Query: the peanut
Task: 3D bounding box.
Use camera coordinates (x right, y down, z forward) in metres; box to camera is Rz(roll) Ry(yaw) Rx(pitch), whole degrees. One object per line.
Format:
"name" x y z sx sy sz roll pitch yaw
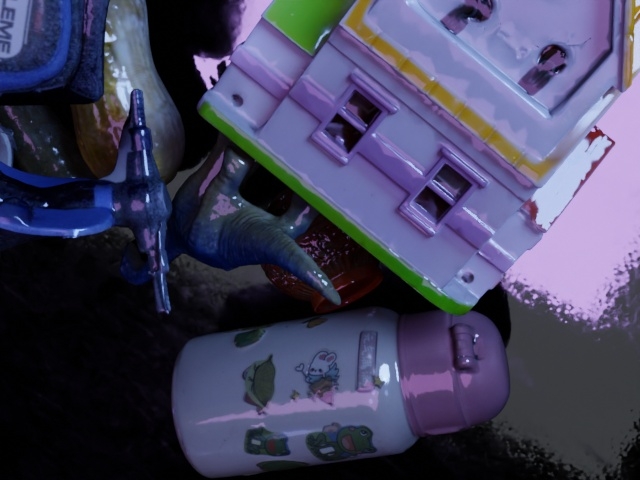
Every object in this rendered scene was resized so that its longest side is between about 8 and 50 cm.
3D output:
"peanut" -0.162 -0.134 0.712 0.087 0.087 0.206 -14 105 15

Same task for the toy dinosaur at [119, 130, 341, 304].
"toy dinosaur" -0.080 0.016 0.682 0.075 0.247 0.188 16 114 -37

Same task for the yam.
"yam" -0.219 -0.067 0.763 0.054 0.054 0.132 -34 96 19

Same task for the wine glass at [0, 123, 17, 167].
"wine glass" -0.361 -0.054 0.724 0.196 0.165 0.165 15 110 26

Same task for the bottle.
"bottle" 0.020 0.114 0.732 0.253 0.120 0.120 -10 104 14

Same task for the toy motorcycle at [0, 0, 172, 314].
"toy motorcycle" -0.179 -0.104 0.604 0.213 0.125 0.358 10 110 -13

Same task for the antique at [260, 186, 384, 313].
"antique" 0.000 0.000 0.712 0.104 0.104 0.104 3 107 11

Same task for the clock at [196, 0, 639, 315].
"clock" 0.111 -0.143 0.613 0.235 0.166 0.309 39 118 -2
